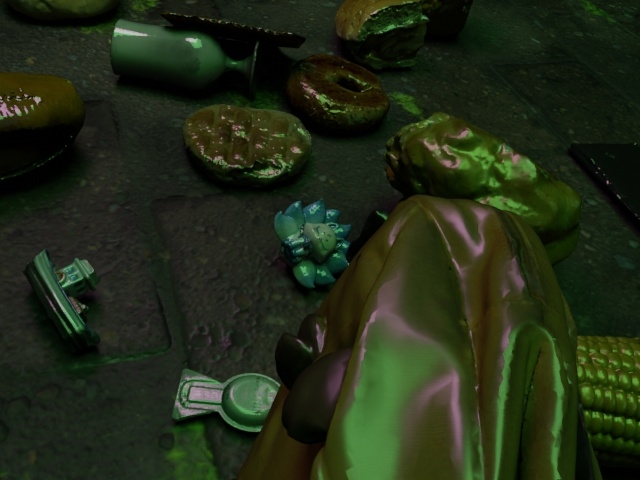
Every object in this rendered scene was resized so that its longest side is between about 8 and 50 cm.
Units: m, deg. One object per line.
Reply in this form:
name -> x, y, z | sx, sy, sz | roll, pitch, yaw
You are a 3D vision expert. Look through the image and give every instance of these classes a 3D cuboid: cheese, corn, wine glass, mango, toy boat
cheese -> -0.085, 0.160, 0.633 | 0.120, 0.026, 0.067 | 8, 43, -4
corn -> 0.320, 0.164, 0.644 | 0.386, 0.144, 0.144 | 7, 44, -9
wine glass -> -0.216, -0.297, 1.022 | 0.230, 0.103, 0.103 | 8, 43, -2
mango -> -0.424, -0.153, 0.793 | 0.248, 0.156, 0.151 | -26, 19, -35
cheese -> -0.477, -0.495, 1.158 | 0.225, 0.117, 0.214 | -11, 42, -18
toy boat -> -0.270, 0.054, 0.674 | 0.066, 0.059, 0.140 | -32, 57, -23

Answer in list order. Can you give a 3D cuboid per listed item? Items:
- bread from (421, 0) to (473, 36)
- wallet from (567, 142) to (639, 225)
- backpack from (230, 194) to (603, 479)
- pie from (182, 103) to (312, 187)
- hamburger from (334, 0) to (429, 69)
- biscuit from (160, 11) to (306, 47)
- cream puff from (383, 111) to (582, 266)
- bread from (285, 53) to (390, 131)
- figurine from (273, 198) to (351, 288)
bread -> 0.207, -0.541, 1.307 | 0.246, 0.196, 0.176 | 16, 37, 6
wallet -> 0.536, -0.072, 1.020 | 0.145, 0.030, 0.286 | -1, 44, -19
backpack -> 0.050, 0.144, 0.471 | 0.201, 0.354, 0.378 | 24, 43, -8
pie -> -0.108, -0.143, 0.929 | 0.195, 0.046, 0.195 | 7, 42, -6
hamburger -> 0.096, -0.435, 1.216 | 0.155, 0.136, 0.208 | -6, 44, -22
biscuit -> -0.145, -0.358, 1.081 | 0.231, 0.013, 0.237 | 7, 12, -6
cream puff -> 0.186, -0.044, 0.795 | 0.281, 0.185, 0.282 | 27, 17, -9
bread -> 0.027, -0.247, 1.060 | 0.193, 0.064, 0.193 | 12, 42, -11
figurine -> 0.000, 0.000, 0.780 | 0.114, 0.079, 0.114 | 7, 68, -18
